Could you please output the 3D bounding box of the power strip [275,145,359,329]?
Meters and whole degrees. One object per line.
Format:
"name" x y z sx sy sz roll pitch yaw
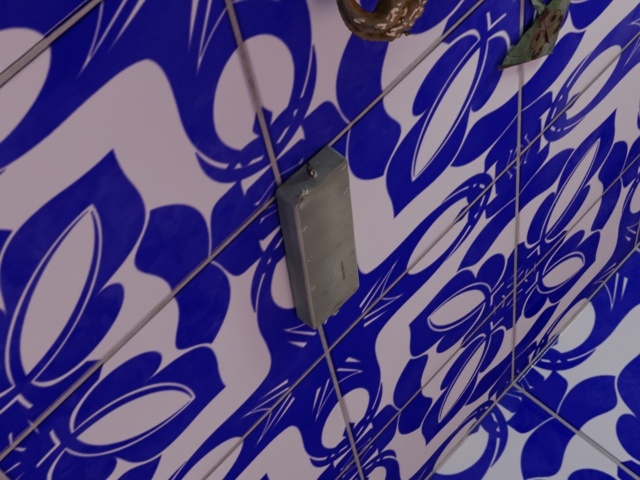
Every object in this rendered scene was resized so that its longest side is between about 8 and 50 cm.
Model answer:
"power strip" 0.000 0.000 1.729 0.106 0.043 0.367 -43 153 -21

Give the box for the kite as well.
"kite" 0.339 -0.352 1.886 0.229 0.012 0.250 -54 155 -5

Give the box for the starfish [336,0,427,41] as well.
"starfish" 0.117 -0.438 1.315 0.324 0.082 0.432 -30 139 -25
